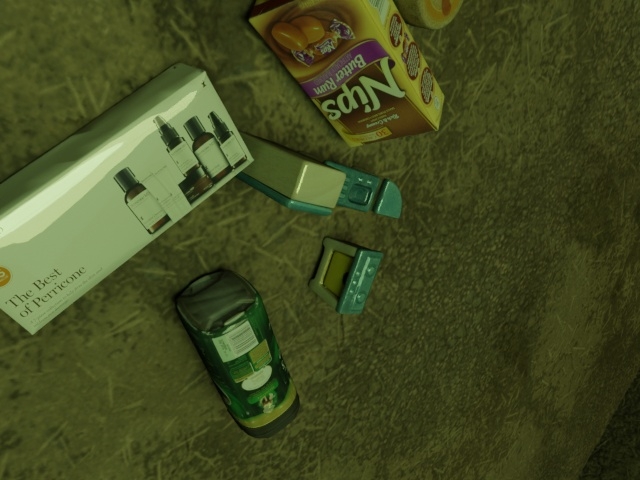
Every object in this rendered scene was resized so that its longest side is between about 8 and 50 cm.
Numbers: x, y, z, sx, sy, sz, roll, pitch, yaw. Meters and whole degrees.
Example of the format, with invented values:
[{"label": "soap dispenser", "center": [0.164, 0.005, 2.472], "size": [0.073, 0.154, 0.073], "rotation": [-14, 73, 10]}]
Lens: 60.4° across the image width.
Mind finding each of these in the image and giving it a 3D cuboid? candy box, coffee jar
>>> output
[{"label": "candy box", "center": [0.033, -0.173, 0.530], "size": [0.187, 0.109, 0.053], "rotation": [42, 54, -43]}, {"label": "coffee jar", "center": [-0.084, 0.128, 0.597], "size": [0.079, 0.096, 0.184], "rotation": [-31, 128, -21]}]

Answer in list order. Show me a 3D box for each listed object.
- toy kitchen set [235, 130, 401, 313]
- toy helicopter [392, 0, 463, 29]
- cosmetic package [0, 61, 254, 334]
[{"label": "toy kitchen set", "center": [0.000, 0.000, 0.584], "size": [0.207, 0.122, 0.166], "rotation": [10, 105, -42]}, {"label": "toy helicopter", "center": [0.119, -0.360, 0.443], "size": [0.235, 0.140, 0.355], "rotation": [-10, 119, -48]}, {"label": "cosmetic package", "center": [-0.177, -0.040, 0.461], "size": [0.239, 0.060, 0.099], "rotation": [-42, 131, -16]}]
